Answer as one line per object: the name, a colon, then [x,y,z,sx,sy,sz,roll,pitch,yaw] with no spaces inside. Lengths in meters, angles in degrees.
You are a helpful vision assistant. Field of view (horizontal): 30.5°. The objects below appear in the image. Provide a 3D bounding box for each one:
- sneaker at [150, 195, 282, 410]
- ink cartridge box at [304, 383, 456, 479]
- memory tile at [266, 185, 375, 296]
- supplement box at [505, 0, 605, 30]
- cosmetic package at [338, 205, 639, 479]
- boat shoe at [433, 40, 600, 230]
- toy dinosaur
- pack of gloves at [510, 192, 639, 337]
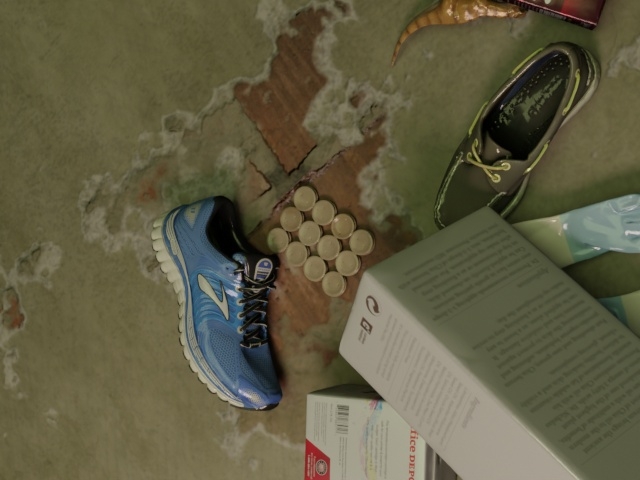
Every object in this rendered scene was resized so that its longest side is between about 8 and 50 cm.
sneaker: [-0.126,0.085,1.676,0.147,0.130,0.330,-29,77,28]
ink cartridge box: [0.084,0.267,1.569,0.176,0.127,0.128,3,91,27]
memory tile: [0.000,0.000,1.678,0.148,0.012,0.113,38,106,22]
supplement box: [0.254,-0.365,1.480,0.239,0.073,0.130,19,99,6]
cosmetic package: [0.260,0.187,1.381,0.453,0.230,0.161,45,141,27]
boat shoe: [0.238,-0.127,1.513,0.109,0.091,0.305,43,108,21]
toy dinosaur: [0.171,-0.311,1.564,0.211,0.064,0.112,-9,87,27]
pack of gloves: [0.357,0.048,1.492,0.232,0.046,0.195,-15,95,29]
